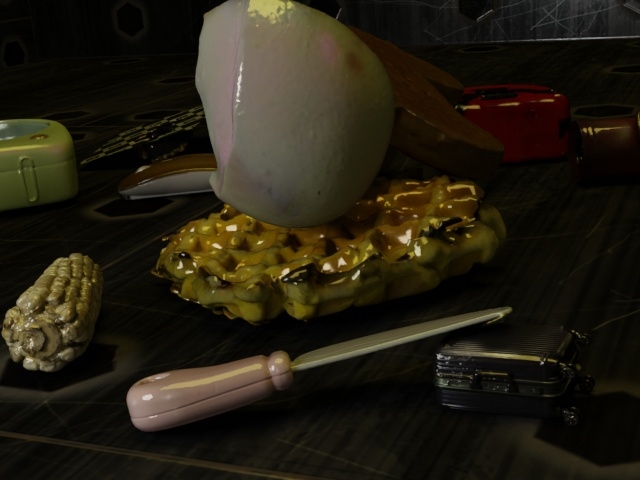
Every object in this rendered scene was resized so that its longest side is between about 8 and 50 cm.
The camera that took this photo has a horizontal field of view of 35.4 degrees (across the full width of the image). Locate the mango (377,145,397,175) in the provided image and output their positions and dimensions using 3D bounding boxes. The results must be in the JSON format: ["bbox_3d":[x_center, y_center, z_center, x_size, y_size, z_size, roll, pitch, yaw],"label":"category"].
[{"bbox_3d":[-0.009,-0.194,1.620,0.263,0.221,0.378,-1,25,-22],"label":"mango"}]

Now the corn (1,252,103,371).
[{"bbox_3d":[-0.275,0.074,1.052,0.087,0.087,0.211,-6,11,-4],"label":"corn"}]

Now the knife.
[{"bbox_3d":[0.001,0.105,0.864,0.336,0.043,0.081,-13,4,-5],"label":"knife"}]

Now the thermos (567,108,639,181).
[{"bbox_3d":[0.498,-0.141,1.511,0.232,0.099,0.124,-4,-21,-1],"label":"thermos"}]

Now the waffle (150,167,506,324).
[{"bbox_3d":[0.000,0.000,1.190,0.382,0.095,0.379,-17,20,-25],"label":"waffle"}]

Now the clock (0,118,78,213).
[{"bbox_3d":[-0.571,-0.132,1.731,0.286,0.117,0.348,-9,17,-14],"label":"clock"}]

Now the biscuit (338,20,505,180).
[{"bbox_3d":[0.068,-0.205,1.372,0.368,0.076,0.394,18,24,-25],"label":"biscuit"}]

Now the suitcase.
[{"bbox_3d":[0.160,0.109,0.845,0.126,0.059,0.086,1,17,26],"label":"suitcase"}]

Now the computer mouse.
[{"bbox_3d":[-0.217,-0.112,1.676,0.245,0.056,0.126,-7,17,-2],"label":"computer mouse"}]

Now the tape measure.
[{"bbox_3d":[0.291,-0.203,1.724,0.253,0.114,0.260,-5,17,-4],"label":"tape measure"}]

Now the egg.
[{"bbox_3d":[-0.029,-0.105,1.068,0.206,0.271,0.162,6,57,6],"label":"egg"}]

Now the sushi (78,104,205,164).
[{"bbox_3d":[-0.318,-0.200,1.998,0.264,0.050,0.290,-16,17,13],"label":"sushi"}]
